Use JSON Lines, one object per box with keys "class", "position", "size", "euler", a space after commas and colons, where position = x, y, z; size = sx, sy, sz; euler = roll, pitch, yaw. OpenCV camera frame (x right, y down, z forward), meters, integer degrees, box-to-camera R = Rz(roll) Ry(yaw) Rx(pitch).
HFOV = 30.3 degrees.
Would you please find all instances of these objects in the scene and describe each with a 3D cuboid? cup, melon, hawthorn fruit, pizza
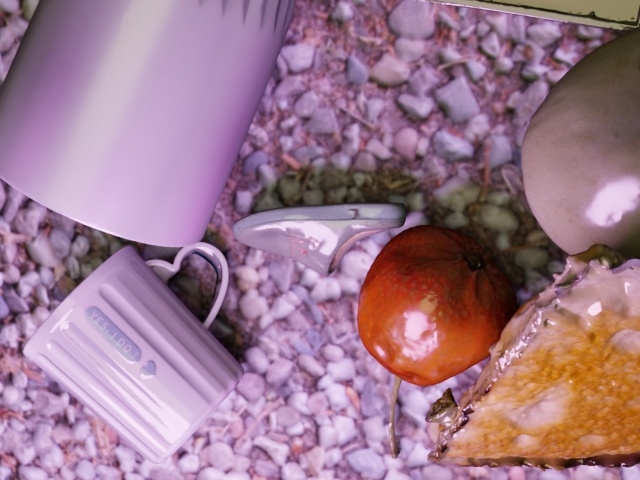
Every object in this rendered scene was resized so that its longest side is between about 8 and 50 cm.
{"class": "cup", "position": [-0.172, -0.192, 1.207], "size": [0.253, 0.253, 0.372], "euler": [28, 105, 8]}
{"class": "melon", "position": [0.344, -0.079, 1.096], "size": [0.308, 0.272, 0.272], "euler": [-30, 92, 21]}
{"class": "hawthorn fruit", "position": [0.101, 0.115, 1.278], "size": [0.165, 0.165, 0.285], "euler": [28, 130, 8]}
{"class": "cup", "position": [-0.187, 0.114, 1.317], "size": [0.202, 0.167, 0.221], "euler": [44, 110, 0]}
{"class": "pizza", "position": [0.281, 0.148, 1.161], "size": [0.435, 0.080, 0.392], "euler": [27, 137, -33]}

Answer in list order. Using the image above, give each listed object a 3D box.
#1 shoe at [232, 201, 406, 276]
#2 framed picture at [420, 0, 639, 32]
{"class": "shoe", "position": [0.000, 0.000, 1.288], "size": [0.195, 0.079, 0.078], "euler": [-9, 85, 11]}
{"class": "framed picture", "position": [0.219, -0.321, 1.201], "size": [0.259, 0.023, 0.189], "euler": [10, 103, 12]}
